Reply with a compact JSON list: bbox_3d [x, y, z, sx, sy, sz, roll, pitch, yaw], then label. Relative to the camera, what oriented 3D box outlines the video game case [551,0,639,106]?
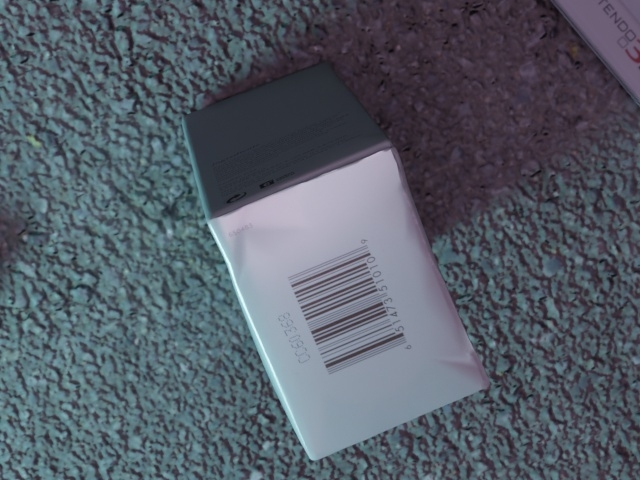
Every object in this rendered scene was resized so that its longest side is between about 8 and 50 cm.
[{"bbox_3d":[0.371,-0.277,1.674,0.329,0.036,0.300,-42,111,4],"label":"video game case"}]

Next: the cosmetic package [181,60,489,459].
[{"bbox_3d":[0.000,0.000,1.539,0.156,0.385,0.217,-22,108,1],"label":"cosmetic package"}]
